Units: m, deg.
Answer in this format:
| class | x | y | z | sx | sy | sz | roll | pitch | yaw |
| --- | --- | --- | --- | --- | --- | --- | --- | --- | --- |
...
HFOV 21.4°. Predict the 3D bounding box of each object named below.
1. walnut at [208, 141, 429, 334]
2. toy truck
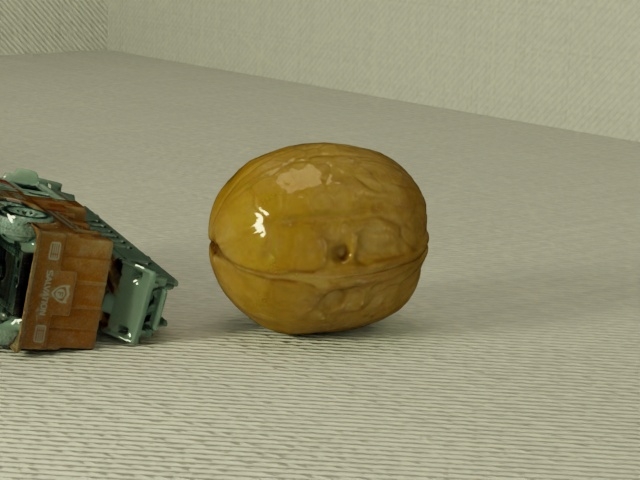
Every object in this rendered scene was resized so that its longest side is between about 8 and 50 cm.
| class | x | y | z | sx | sy | sz | roll | pitch | yaw |
| --- | --- | --- | --- | --- | --- | --- | --- | --- | --- |
| walnut | 0.000 | 0.000 | 1.691 | 0.225 | 0.193 | 0.193 | 4 | 11 | -17 |
| toy truck | -0.284 | 0.014 | 1.740 | 0.184 | 0.133 | 0.338 | 7 | 11 | -28 |
